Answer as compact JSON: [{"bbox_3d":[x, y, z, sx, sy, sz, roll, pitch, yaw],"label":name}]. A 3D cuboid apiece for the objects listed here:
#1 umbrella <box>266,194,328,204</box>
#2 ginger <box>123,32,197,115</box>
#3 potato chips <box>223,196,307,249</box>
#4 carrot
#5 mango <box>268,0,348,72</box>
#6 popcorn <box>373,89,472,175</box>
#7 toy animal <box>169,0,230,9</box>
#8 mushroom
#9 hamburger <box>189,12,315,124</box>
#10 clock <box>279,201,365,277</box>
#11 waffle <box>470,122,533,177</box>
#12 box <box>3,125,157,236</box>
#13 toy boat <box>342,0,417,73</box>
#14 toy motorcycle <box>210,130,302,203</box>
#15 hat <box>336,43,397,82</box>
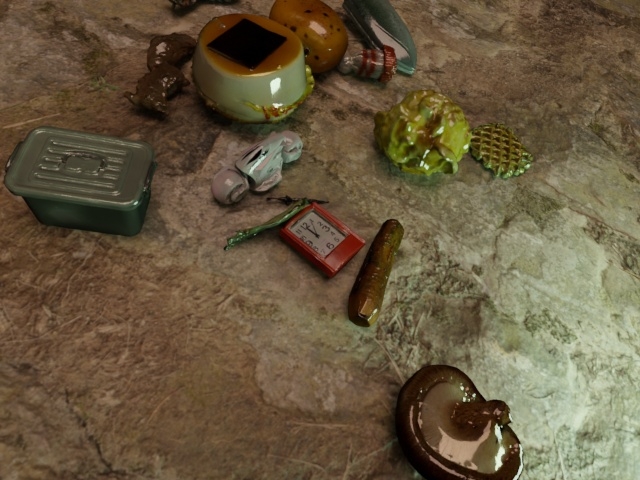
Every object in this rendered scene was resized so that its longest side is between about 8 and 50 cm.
[{"bbox_3d":[-0.049,-0.091,1.047,0.148,0.022,0.022,1,86,-14],"label":"umbrella"},{"bbox_3d":[-0.371,-0.421,1.123,0.122,0.084,0.290,11,57,-1],"label":"ginger"},{"bbox_3d":[-0.108,-0.040,0.963,0.207,0.092,0.028,-31,97,-27],"label":"potato chips"},{"bbox_3d":[0.121,0.062,0.973,0.070,0.070,0.260,26,56,1],"label":"carrot"},{"bbox_3d":[-0.047,-0.579,1.265,0.190,0.160,0.291,-17,61,-13],"label":"mango"},{"bbox_3d":[0.246,-0.256,1.128,0.234,0.181,0.217,10,58,-9],"label":"popcorn"},{"bbox_3d":[-0.352,-0.743,1.327,0.255,0.090,0.170,-30,76,-26],"label":"toy animal"},{"bbox_3d":[0.229,0.336,0.807,0.194,0.138,0.231,-22,56,-11],"label":"mushroom"},{"bbox_3d":[-0.166,-0.403,1.113,0.293,0.179,0.276,27,54,6],"label":"hamburger"},{"bbox_3d":[0.000,0.000,0.984,0.155,0.061,0.113,40,58,14],"label":"clock"},{"bbox_3d":[0.492,-0.252,1.278,0.169,0.036,0.184,-18,64,-21],"label":"waffle"},{"bbox_3d":[-0.440,-0.104,0.886,0.243,0.135,0.163,7,57,-10],"label":"box"},{"bbox_3d":[0.192,-0.628,1.398,0.141,0.092,0.320,-25,76,-27],"label":"toy boat"},{"bbox_3d":[-0.135,-0.174,1.022,0.112,0.112,0.254,42,60,12],"label":"toy motorcycle"},{"bbox_3d":[0.127,-0.500,1.302,0.162,0.094,0.112,5,47,-5],"label":"hat"}]
